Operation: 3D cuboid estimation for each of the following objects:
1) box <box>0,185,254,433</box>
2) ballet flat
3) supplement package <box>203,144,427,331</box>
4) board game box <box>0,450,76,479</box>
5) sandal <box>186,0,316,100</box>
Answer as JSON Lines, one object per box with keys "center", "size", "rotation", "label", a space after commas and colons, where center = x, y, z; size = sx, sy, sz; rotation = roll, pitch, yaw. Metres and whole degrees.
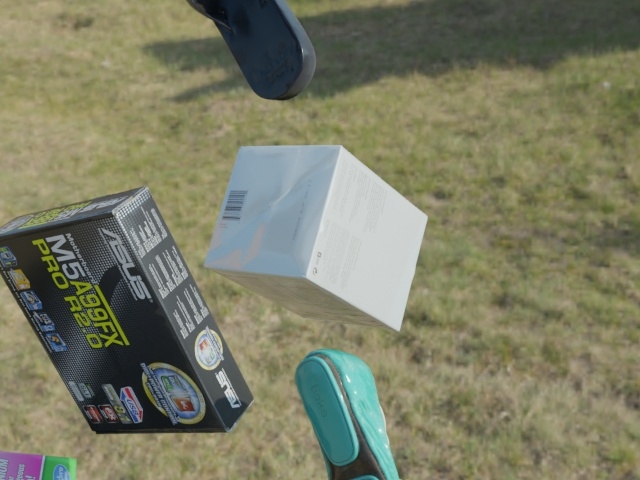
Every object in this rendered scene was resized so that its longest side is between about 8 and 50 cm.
{"center": [-0.219, 0.087, 0.996], "size": [0.216, 0.270, 0.060], "rotation": [-8, 25, 35], "label": "box"}
{"center": [0.048, 0.220, 0.888], "size": [0.087, 0.248, 0.083], "rotation": [0, -22, -47], "label": "ballet flat"}
{"center": [0.000, 0.000, 1.403], "size": [0.198, 0.199, 0.262], "rotation": [4, -18, 37], "label": "supplement package"}
{"center": [-0.437, 0.352, 1.027], "size": [0.316, 0.064, 0.242], "rotation": [14, 48, -30], "label": "board game box"}
{"center": [-0.092, -0.248, 0.899], "size": [0.054, 0.097, 0.255], "rotation": [-6, 54, -55], "label": "sandal"}
